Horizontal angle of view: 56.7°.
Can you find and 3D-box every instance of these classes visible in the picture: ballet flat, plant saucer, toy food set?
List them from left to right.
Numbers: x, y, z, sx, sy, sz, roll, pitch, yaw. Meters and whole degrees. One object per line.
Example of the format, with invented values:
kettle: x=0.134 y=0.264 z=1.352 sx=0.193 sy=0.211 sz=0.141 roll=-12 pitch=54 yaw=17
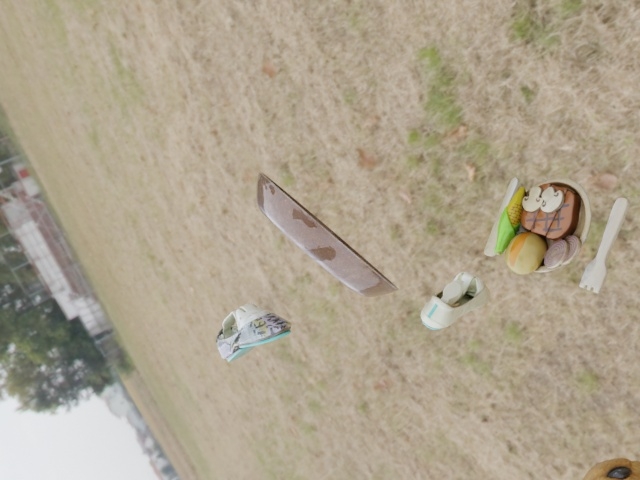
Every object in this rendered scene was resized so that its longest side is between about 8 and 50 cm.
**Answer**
ballet flat: x=-0.062 y=0.075 z=0.501 sx=0.041 sy=0.041 sz=0.114 roll=59 pitch=145 yaw=3
plant saucer: x=0.000 y=0.000 z=0.550 sx=0.168 sy=0.029 sz=0.168 roll=39 pitch=-177 yaw=-2
ballet flat: x=0.295 y=0.111 z=1.243 sx=0.086 sy=0.248 sz=0.086 roll=14 pitch=114 yaw=34
toy food set: x=0.276 y=-0.018 z=0.738 sx=0.192 sy=0.038 sz=0.132 roll=25 pitch=97 yaw=61

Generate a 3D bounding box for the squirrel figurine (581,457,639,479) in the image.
squirrel figurine: x=0.393 y=0.423 z=0.585 sx=0.397 sy=0.281 sz=0.370 roll=55 pitch=-176 yaw=-27
